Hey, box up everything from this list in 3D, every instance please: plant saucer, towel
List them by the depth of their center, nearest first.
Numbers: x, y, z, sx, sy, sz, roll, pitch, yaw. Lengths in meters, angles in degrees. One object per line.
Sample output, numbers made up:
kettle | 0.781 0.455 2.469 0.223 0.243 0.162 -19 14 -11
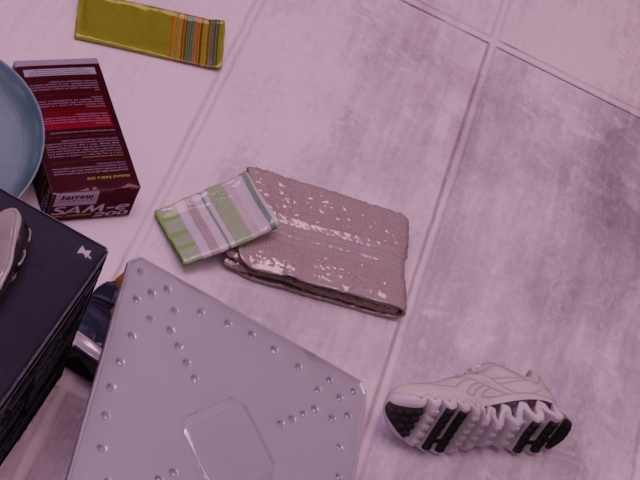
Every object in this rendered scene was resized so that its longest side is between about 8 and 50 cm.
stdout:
plant saucer | -0.535 -0.134 1.919 0.318 0.043 0.317 5 60 -9
towel | -0.148 -0.033 2.025 0.152 0.023 0.113 -23 54 -16
towel | 0.000 0.000 2.090 0.282 0.049 0.187 16 52 -13
towel | -0.266 -0.332 2.233 0.237 0.021 0.102 11 51 -17

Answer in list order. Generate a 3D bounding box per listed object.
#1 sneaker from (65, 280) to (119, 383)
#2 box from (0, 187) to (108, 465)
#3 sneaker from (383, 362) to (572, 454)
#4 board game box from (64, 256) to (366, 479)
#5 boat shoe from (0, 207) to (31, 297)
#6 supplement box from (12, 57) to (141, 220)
sneaker | -0.223 0.143 1.859 0.226 0.086 0.163 38 52 7
box | -0.414 0.142 1.638 0.183 0.294 0.296 30 49 -1
sneaker | 0.210 0.228 1.988 0.292 0.110 0.118 9 45 -29
board game box | -0.126 0.265 1.764 0.390 0.050 0.390 32 46 -25
boat shoe | -0.342 0.023 1.538 0.046 0.038 0.125 -14 48 20
supplement box | -0.354 -0.146 2.022 0.130 0.073 0.239 -6 58 -27
